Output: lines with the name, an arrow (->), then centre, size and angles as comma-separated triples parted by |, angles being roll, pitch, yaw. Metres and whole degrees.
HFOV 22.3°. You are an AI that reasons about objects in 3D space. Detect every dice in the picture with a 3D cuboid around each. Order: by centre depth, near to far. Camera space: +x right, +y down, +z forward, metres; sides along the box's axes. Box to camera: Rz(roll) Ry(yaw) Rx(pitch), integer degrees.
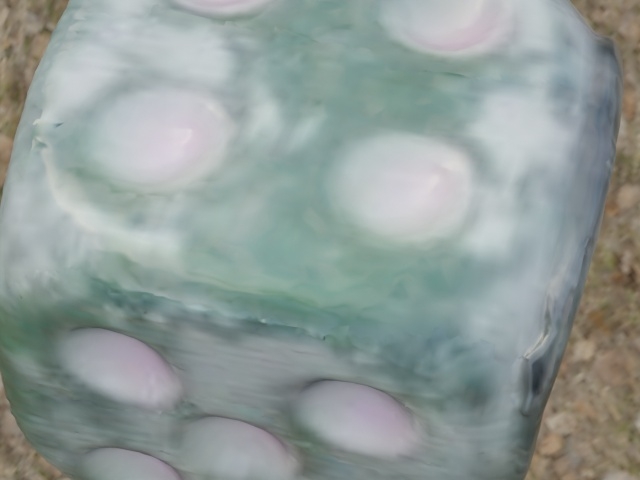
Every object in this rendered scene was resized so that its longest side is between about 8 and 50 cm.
dice -> 0.000, 0.000, 1.060 | 0.348, 0.330, 0.328 | 11, 55, 8
